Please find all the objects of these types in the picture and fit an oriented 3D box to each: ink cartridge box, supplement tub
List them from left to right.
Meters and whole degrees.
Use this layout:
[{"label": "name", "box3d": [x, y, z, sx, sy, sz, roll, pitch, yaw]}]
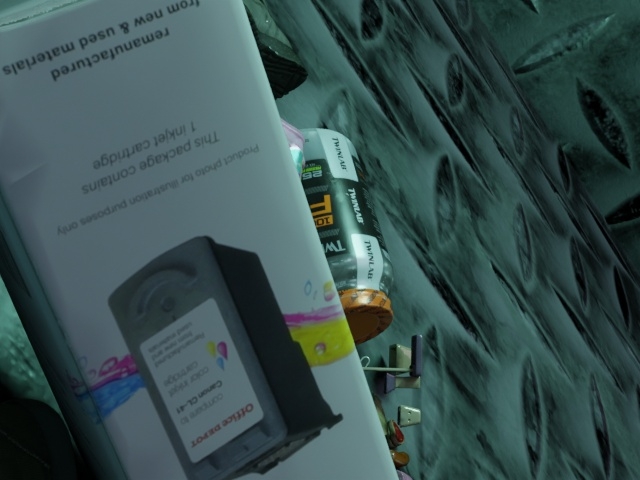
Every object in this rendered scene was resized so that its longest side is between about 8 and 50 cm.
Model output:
[{"label": "ink cartridge box", "box3d": [-0.090, 0.018, 0.543, 0.226, 0.131, 0.306, 26, -41, 62]}, {"label": "supplement tub", "box3d": [0.000, 0.000, 0.995, 0.117, 0.117, 0.190, 29, 38, -53]}]

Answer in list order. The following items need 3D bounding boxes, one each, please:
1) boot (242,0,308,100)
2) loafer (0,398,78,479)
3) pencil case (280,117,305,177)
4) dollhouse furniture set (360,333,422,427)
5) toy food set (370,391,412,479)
[{"label": "boot", "box3d": [-0.113, -0.254, 1.120, 0.246, 0.083, 0.161, 29, 31, -61]}, {"label": "loafer", "box3d": [-0.156, 0.187, 0.499, 0.087, 0.094, 0.251, 24, 34, -48]}, {"label": "pencil case", "box3d": [-0.130, -0.132, 0.868, 0.284, 0.124, 0.124, 48, 26, -33]}, {"label": "dollhouse furniture set", "box3d": [0.055, 0.142, 1.081, 0.114, 0.081, 0.091, 114, -22, -82]}, {"label": "toy food set", "box3d": [0.065, 0.207, 1.025, 0.078, 0.019, 0.122, 52, 15, -16]}]
